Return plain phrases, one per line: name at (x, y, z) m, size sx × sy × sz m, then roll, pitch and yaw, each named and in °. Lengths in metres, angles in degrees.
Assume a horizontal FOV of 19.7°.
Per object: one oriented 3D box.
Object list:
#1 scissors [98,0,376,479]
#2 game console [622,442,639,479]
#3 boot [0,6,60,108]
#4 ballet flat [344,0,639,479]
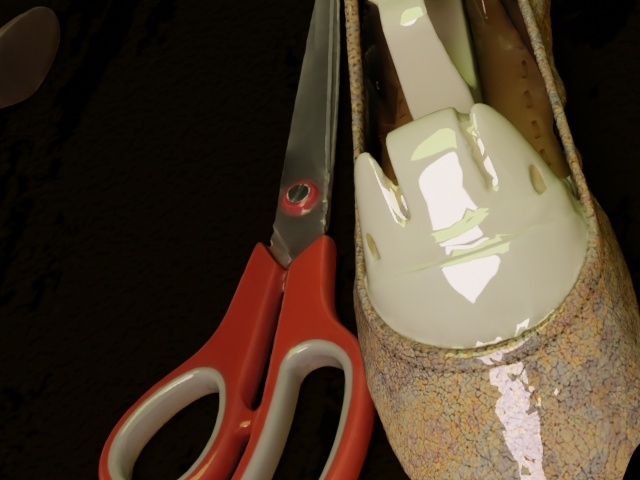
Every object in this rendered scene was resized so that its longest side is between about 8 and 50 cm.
scissors at (0.000, 0.000, 0.755) m, size 0.109 × 0.021 × 0.297 m, roll 2°, pitch 53°, yaw 30°
game console at (0.088, 0.179, 0.428) m, size 0.213 × 0.044 × 0.361 m, roll 10°, pitch 47°, yaw 10°
boot at (-0.195, -0.083, 0.906) m, size 0.114 × 0.037 × 0.106 m, roll 19°, pitch 60°, yaw 41°
ballet flat at (0.048, -0.032, 0.695) m, size 0.107 × 0.106 × 0.316 m, roll -19°, pitch 48°, yaw 11°
